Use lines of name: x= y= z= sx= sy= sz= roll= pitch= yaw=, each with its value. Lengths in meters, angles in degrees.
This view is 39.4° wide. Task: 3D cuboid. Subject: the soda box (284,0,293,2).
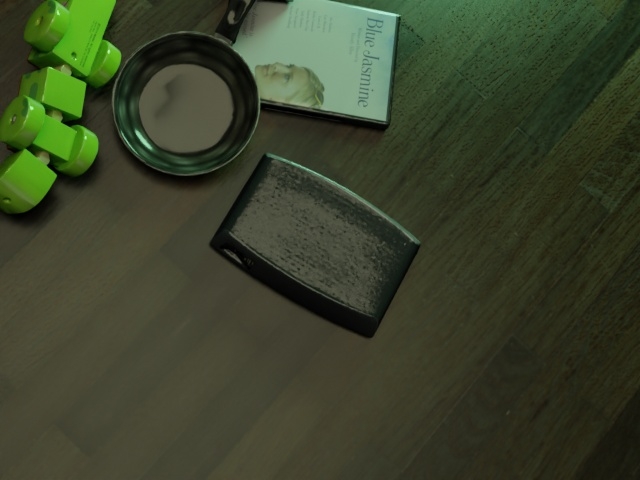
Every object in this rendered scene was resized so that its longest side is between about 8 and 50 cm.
soda box: x=-0.061 y=-0.428 z=1.282 sx=0.053 sy=0.060 sz=0.169 roll=4 pitch=67 yaw=-10

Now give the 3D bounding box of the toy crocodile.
toy crocodile: x=-0.348 y=-0.196 z=1.162 sx=0.115 sy=0.105 sz=0.340 roll=29 pitch=65 yaw=-47

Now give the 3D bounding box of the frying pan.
frying pan: x=-0.173 y=-0.246 z=1.208 sx=0.197 sy=0.053 sz=0.326 roll=6 pitch=83 yaw=-2

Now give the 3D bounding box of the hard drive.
hard drive: x=0.000 y=0.000 z=1.202 sx=0.254 sy=0.054 sz=0.172 roll=31 pitch=72 yaw=-3

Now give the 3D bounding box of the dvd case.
dvd case: x=-0.015 y=-0.264 z=1.282 sx=0.253 sy=0.022 sz=0.180 roll=9 pitch=75 yaw=-9
